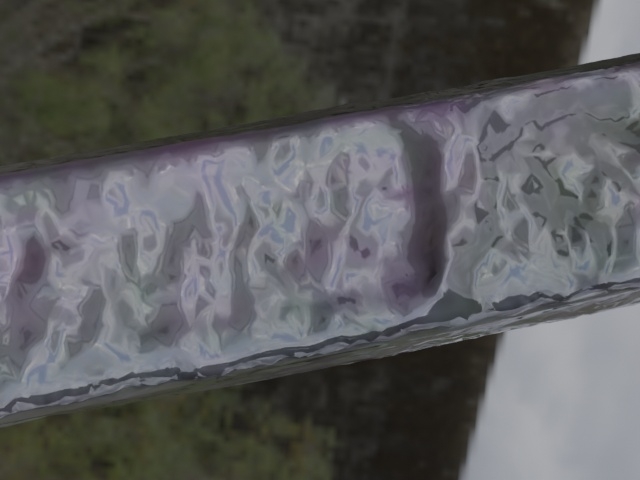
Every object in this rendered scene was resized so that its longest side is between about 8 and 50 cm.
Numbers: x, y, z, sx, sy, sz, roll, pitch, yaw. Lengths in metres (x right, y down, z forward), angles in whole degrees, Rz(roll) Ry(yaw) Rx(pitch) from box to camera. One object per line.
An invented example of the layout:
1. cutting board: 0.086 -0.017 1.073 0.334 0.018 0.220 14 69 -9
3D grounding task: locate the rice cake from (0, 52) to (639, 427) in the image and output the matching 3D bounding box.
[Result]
1. rice cake: -0.002 0.000 0.388 0.106 0.298 0.050 146 -67 -80
